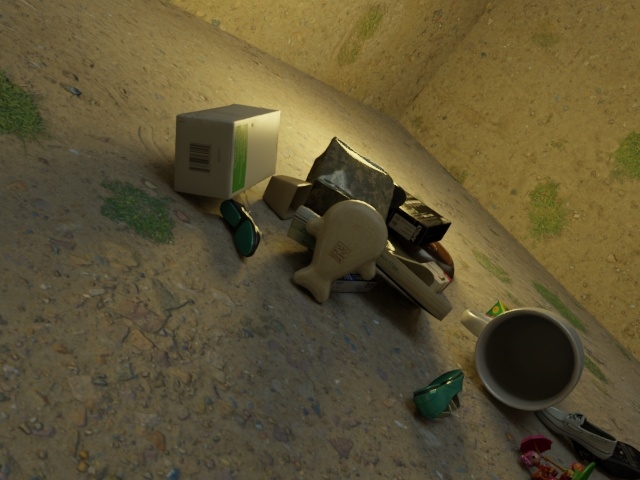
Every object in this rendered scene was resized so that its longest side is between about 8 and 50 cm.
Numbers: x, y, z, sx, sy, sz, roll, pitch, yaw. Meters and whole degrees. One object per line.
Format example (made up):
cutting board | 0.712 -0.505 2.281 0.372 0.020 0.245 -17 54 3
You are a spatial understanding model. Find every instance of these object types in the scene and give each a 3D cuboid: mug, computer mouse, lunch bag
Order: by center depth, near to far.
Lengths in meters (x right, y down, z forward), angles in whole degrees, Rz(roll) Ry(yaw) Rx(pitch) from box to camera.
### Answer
mug | 0.586 0.310 1.858 0.374 0.276 0.328 30 9 26
computer mouse | 0.854 0.641 1.884 0.272 0.072 0.188 24 25 -5
lunch bag | 0.098 -0.154 2.030 0.287 0.169 0.235 32 47 -12

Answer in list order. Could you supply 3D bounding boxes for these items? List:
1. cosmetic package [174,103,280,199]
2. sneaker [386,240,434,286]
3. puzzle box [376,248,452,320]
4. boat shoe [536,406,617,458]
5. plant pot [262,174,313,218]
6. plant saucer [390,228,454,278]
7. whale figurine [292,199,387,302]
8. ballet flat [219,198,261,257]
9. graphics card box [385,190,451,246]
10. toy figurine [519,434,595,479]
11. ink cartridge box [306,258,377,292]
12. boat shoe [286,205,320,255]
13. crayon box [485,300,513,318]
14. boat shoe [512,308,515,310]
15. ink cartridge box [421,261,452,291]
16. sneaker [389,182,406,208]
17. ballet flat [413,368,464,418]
cosmetic package | -0.235 -0.243 1.647 0.155 0.196 0.365 10 19 13
sneaker | 0.274 0.069 2.058 0.222 0.083 0.118 29 23 -23
puzzle box | 0.187 0.062 1.812 0.409 0.052 0.272 42 0 -3
boat shoe | 0.744 0.532 1.822 0.226 0.075 0.083 29 30 23
plant pot | -0.103 -0.137 1.838 0.096 0.109 0.109 32 19 16
plant saucer | 0.401 0.026 2.408 0.311 0.050 0.310 34 22 -16
whale figurine | 0.045 0.027 1.589 0.216 0.272 0.141 38 -11 -4
ballet flat | -0.180 -0.029 1.532 0.074 0.074 0.203 19 27 -42
graphics card box | 0.286 -0.124 2.360 0.371 0.094 0.233 37 23 24
toy figurine | 0.553 0.553 1.542 0.173 0.130 0.159 -19 43 -38
ink cartridge box | 0.060 0.092 1.710 0.207 0.046 0.097 6 37 -54
boat shoe | 0.000 0.000 1.729 0.109 0.094 0.302 35 -1 38
crayon box | 0.674 0.339 2.169 0.165 0.081 0.278 36 21 -9
boat shoe | 0.738 0.310 2.388 0.045 0.050 0.135 41 31 -6
ink cartridge box | 0.381 0.127 2.154 0.099 0.056 0.135 47 22 19
sneaker | 0.147 -0.199 2.228 0.319 0.112 0.131 13 28 -5
ballet flat | 0.290 0.372 1.497 0.247 0.083 0.087 -2 70 -60
